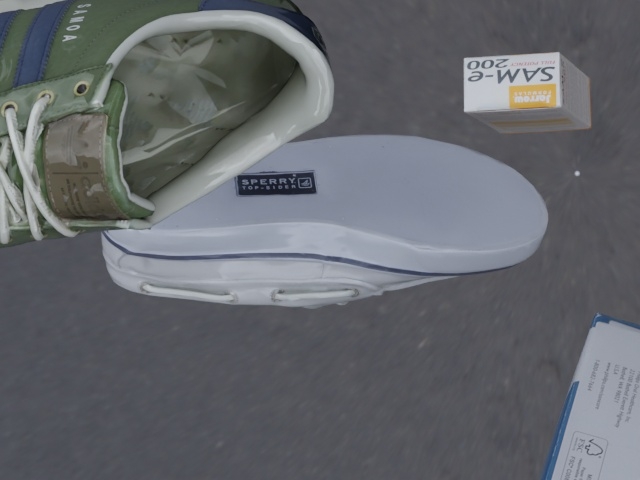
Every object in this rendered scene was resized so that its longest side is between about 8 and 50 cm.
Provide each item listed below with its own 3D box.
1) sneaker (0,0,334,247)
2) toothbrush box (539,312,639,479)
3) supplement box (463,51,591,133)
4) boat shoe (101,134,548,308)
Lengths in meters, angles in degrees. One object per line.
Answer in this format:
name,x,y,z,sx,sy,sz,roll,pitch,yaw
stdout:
sneaker,-0.083,-0.031,0.537,0.192,0.086,0.064,-22,119,-21
toothbrush box,0.142,0.218,0.936,0.126,0.216,0.295,17,138,7
supplement box,0.132,-0.092,1.198,0.062,0.098,0.036,-2,85,18
boat shoe,0.000,0.000,1.148,0.267,0.088,0.096,-3,50,-8
